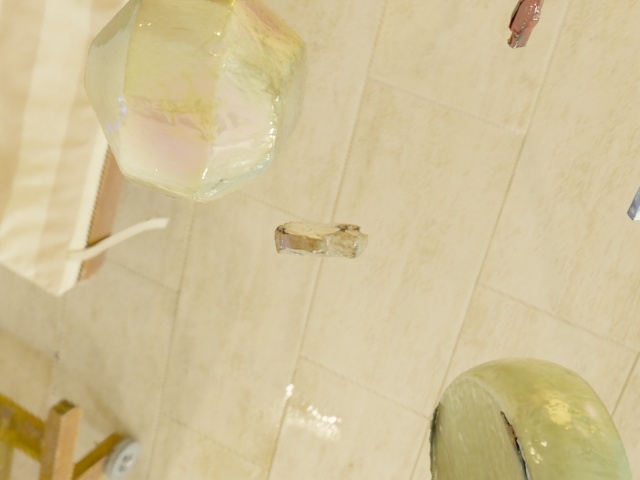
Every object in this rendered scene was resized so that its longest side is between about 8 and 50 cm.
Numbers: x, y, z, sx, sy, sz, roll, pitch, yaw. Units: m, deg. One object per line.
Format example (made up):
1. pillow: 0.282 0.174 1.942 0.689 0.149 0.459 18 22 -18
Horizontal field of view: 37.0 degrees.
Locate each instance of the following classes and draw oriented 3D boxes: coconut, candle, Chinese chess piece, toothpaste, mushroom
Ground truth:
1. coconut: -0.146 -0.171 1.075 0.259 0.259 0.259 10 113 26
2. candle: 0.197 -0.232 0.852 0.026 0.021 0.167 11 149 -2
3. Chinese chess piece: 0.140 0.174 0.649 0.083 0.188 0.188 -3 113 -14
4. toothpaste: 0.363 -0.058 1.051 0.020 0.017 0.083 -1 130 -17
5. mushroom: 0.000 0.000 0.521 0.049 0.101 0.019 3 93 17
